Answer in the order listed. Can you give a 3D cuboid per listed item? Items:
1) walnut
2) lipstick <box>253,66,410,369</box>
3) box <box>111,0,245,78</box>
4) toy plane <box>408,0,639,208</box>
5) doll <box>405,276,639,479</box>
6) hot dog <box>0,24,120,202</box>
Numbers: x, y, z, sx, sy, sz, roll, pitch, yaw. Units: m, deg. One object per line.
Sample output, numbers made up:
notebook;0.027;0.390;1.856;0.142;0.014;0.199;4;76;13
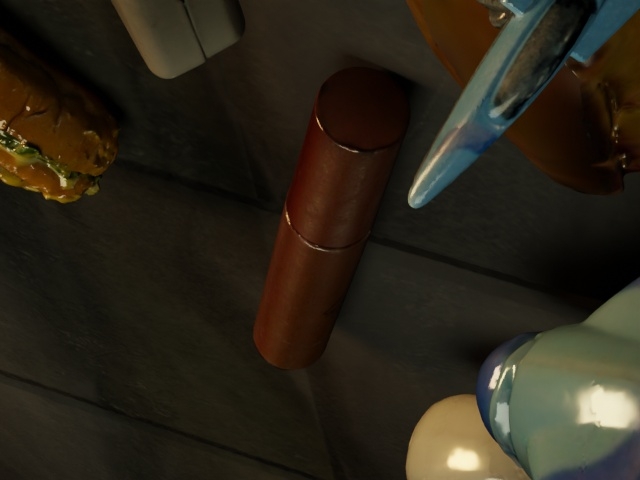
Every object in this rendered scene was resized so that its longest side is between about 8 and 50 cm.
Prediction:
walnut;0.106;-0.104;0.739;0.137;0.137;0.245;3;145;37
lipstick;0.000;0.000;1.135;0.057;0.057;0.356;22;155;3
box;-0.094;-0.173;0.805;0.103;0.055;0.243;60;176;27
toy plane;0.100;-0.115;0.614;0.169;0.246;0.078;32;-168;-22
doll;0.226;0.123;1.070;0.376;0.187;0.365;-5;159;6
hot dog;-0.234;-0.110;1.108;0.269;0.072;0.115;36;145;-24
